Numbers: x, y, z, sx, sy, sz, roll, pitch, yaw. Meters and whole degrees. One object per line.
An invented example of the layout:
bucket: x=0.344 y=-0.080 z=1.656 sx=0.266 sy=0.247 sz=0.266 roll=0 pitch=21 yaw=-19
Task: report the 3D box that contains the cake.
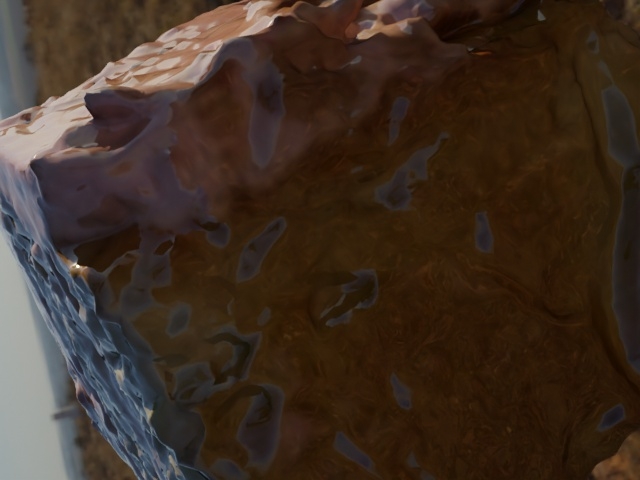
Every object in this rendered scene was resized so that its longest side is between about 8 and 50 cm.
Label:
cake: x=0.000 y=0.000 z=0.614 sx=0.307 sy=0.314 sz=0.293 roll=19 pitch=134 yaw=66
